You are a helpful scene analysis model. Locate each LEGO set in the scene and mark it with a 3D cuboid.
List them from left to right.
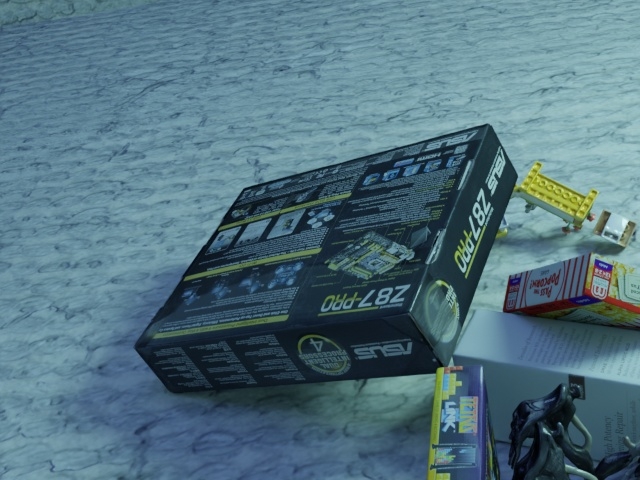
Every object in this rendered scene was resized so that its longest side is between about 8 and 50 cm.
[{"bbox_3d":[0.273,-0.028,1.262,0.287,0.107,0.132,-4,66,5],"label":"LEGO set"}]

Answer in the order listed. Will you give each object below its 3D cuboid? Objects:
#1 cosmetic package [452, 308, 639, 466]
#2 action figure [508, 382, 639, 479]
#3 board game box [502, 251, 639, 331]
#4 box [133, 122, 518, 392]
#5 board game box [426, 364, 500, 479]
[{"bbox_3d":[0.256,0.148,0.923,0.231,0.117,0.085,4,36,28],"label":"cosmetic package"},{"bbox_3d":[0.290,0.221,0.779,0.275,0.141,0.164,18,26,0],"label":"action figure"},{"bbox_3d":[0.306,0.071,0.935,0.193,0.045,0.147,18,-16,-15],"label":"board game box"},{"bbox_3d":[0.007,0.024,1.100,0.395,0.097,0.318,-12,33,36],"label":"box"},{"bbox_3d":[0.130,0.219,0.828,0.048,0.141,0.170,-4,32,14],"label":"board game box"}]
